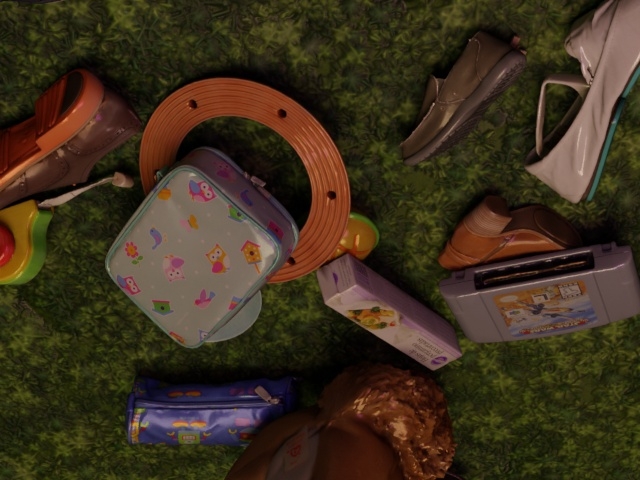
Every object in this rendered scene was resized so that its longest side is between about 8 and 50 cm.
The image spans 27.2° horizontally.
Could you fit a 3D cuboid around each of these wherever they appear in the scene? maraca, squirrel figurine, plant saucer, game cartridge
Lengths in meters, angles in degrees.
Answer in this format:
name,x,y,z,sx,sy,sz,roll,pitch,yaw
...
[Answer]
name,x,y,z,sx,sy,sz,roll,pitch,yaw
maraca,0.000,0.000,2.035,0.186,0.099,0.127,-14,137,21
squirrel figurine,0.105,0.401,2.162,0.370,0.281,0.397,38,80,-31
plant saucer,-0.191,0.083,2.146,0.195,0.037,0.195,1,128,1
game cartridge,0.354,0.089,2.082,0.297,0.062,0.198,-12,144,16

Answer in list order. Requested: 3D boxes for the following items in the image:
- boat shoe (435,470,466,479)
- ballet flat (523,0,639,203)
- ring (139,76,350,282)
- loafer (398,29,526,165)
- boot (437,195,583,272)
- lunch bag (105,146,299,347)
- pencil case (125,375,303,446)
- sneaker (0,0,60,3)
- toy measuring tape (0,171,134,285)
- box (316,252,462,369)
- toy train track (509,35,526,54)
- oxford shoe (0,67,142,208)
name,x,y,z,sx,sy,sz,roll,pitch,yaw
boat shoe,0.103,0.426,2.365,0.342,0.123,0.123,7,130,4
ballet flat,0.380,-0.225,1.835,0.139,0.139,0.400,11,129,-7
ring,-0.111,-0.088,1.954,0.337,0.032,0.336,10,121,16
loafer,0.190,-0.203,1.885,0.087,0.094,0.251,52,127,12
boot,0.293,0.010,2.060,0.197,0.073,0.152,21,134,-16
lunch bag,-0.177,0.004,1.948,0.224,0.108,0.279,44,123,1
pencil case,-0.182,0.291,2.259,0.306,0.119,0.133,0,152,1
sneaker,-0.436,-0.325,1.746,0.226,0.163,0.086,5,127,-4
toy measuring tape,-0.426,-0.005,2.028,0.330,0.121,0.121,-18,126,16
box,0.113,0.117,2.081,0.063,0.067,0.324,-30,143,22
toy train track,0.260,-0.259,1.872,0.048,0.014,0.083,12,134,-17
oxford shoe,-0.416,-0.104,1.950,0.364,0.130,0.133,-31,134,30
